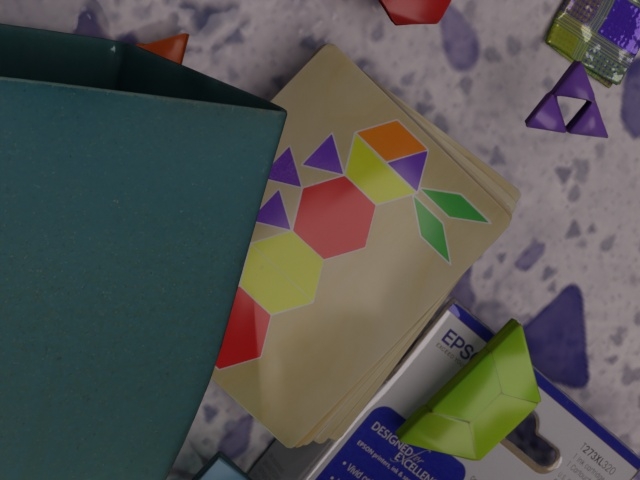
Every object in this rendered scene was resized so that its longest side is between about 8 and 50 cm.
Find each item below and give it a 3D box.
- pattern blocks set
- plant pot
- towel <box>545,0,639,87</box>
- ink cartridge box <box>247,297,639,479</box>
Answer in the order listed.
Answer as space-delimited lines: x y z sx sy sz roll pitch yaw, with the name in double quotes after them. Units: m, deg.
0.000 0.000 0.767 0.325 0.026 0.285 -38 98 0 "pattern blocks set"
-0.145 0.031 0.643 0.166 0.165 0.234 4 104 -34 "plant pot"
0.167 -0.135 0.838 0.060 0.009 0.083 30 94 -26 "towel"
0.005 0.215 0.852 0.176 0.069 0.371 40 92 -25 "ink cartridge box"
